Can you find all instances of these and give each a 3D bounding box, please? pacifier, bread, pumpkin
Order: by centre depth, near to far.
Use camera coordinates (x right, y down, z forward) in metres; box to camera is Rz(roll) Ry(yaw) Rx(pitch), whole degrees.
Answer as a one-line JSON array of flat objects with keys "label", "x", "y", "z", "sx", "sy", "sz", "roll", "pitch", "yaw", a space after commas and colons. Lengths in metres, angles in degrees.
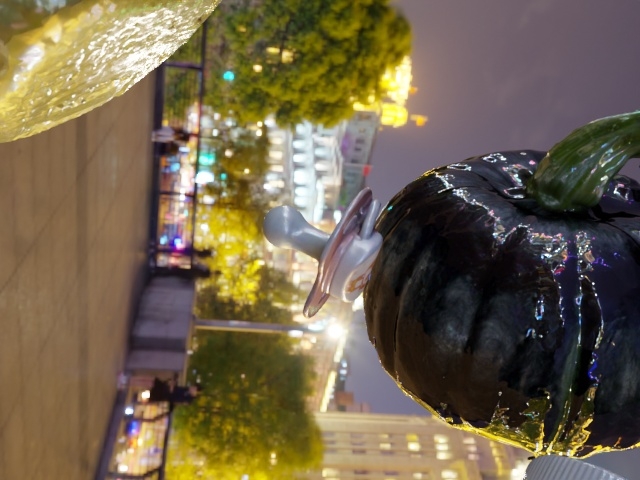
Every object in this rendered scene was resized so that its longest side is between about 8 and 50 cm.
[{"label": "pacifier", "x": 0.000, "y": 0.000, "z": 0.475, "sx": 0.081, "sy": 0.078, "sz": 0.099, "roll": -53, "pitch": 165, "yaw": -47}, {"label": "bread", "x": -0.203, "y": -0.182, "z": 0.538, "sx": 0.148, "sy": 0.270, "sz": 0.270, "roll": 56, "pitch": -6, "yaw": -5}, {"label": "pumpkin", "x": 0.177, "y": 0.018, "z": 0.596, "sx": 0.296, "sy": 0.296, "sz": 0.295, "roll": -176, "pitch": -90, "yaw": -82}]

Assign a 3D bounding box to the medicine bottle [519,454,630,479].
[{"label": "medicine bottle", "x": 0.110, "y": 0.201, "z": 0.348, "sx": 0.168, "sy": 0.105, "sz": 0.105, "roll": -53, "pitch": 174, "yaw": -24}]
